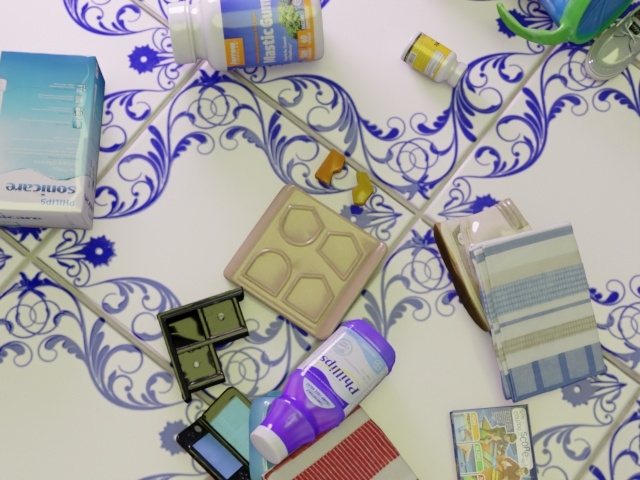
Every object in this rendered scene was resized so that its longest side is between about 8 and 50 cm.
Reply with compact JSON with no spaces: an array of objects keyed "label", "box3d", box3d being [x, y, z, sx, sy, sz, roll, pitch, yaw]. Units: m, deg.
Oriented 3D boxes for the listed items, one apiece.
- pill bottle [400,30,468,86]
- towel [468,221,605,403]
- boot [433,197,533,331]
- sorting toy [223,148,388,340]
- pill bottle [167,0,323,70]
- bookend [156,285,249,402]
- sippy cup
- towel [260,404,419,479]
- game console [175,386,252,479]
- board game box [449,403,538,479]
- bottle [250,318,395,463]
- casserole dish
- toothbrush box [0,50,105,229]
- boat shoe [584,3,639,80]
[{"label":"pill bottle","box3d":[0.214,-0.336,1.964,0.116,0.065,0.065,34,77,6]},{"label":"towel","box3d":[0.378,0.121,1.829,0.209,0.034,0.285,-15,92,-18]},{"label":"boot","box3d":[0.313,0.041,1.870,0.165,0.077,0.213,-20,77,-9]},{"label":"sorting toy","box3d":[0.000,0.000,1.890,0.229,0.041,0.307,32,77,10]},{"label":"pill bottle","box3d":[-0.137,-0.391,1.920,0.272,0.152,0.152,-8,77,-4]},{"label":"bookend","box3d":[-0.185,0.181,1.818,0.156,0.072,0.157,-17,78,-6]},{"label":"sippy cup","box3d":[0.468,-0.523,1.950,0.305,0.240,0.224,-32,67,-34]},{"label":"towel","box3d":[0.082,0.458,1.734,0.237,0.037,0.329,-32,80,-33]},{"label":"game console","box3d":[-0.149,0.338,1.774,0.144,0.124,0.085,42,113,8]},{"label":"board game box","box3d":[0.301,0.388,1.803,0.136,0.035,0.201,-4,76,-3]},{"label":"bottle","box3d":[0.002,0.255,1.758,0.118,0.092,0.283,43,60,11]},{"label":"casserole dish","box3d":[-0.063,0.344,1.773,0.114,0.037,0.188,8,69,-28]},{"label":"toothbrush box","box3d":[-0.508,-0.176,1.867,0.216,0.126,0.295,2,75,-2]},{"label":"boat shoe","box3d":[0.589,-0.395,1.982,0.227,0.081,0.079,-43,81,-11]}]
